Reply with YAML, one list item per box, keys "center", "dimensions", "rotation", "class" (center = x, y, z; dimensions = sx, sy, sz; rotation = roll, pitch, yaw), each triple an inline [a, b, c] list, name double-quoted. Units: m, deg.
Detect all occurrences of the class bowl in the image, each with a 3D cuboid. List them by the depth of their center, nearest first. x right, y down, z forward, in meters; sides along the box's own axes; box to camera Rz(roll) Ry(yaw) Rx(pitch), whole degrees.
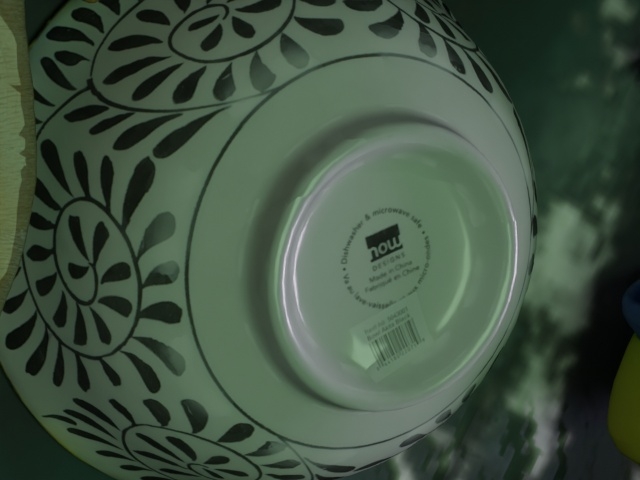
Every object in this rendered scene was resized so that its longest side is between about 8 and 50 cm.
- center: [0.000, 0.000, 0.485]
  dimensions: [0.170, 0.080, 0.170]
  rotation: [-7, 104, -28]
  class: "bowl"

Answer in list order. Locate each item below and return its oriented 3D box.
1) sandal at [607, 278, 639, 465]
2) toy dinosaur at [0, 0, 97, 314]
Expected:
- center: [0.225, -0.034, 0.588]
  dimensions: [0.317, 0.126, 0.138]
  rotation: [-20, 106, -26]
  class: "sandal"
- center: [-0.088, -0.066, 0.437]
  dimensions: [0.112, 0.064, 0.211]
  rotation: [-25, 100, -8]
  class: "toy dinosaur"
